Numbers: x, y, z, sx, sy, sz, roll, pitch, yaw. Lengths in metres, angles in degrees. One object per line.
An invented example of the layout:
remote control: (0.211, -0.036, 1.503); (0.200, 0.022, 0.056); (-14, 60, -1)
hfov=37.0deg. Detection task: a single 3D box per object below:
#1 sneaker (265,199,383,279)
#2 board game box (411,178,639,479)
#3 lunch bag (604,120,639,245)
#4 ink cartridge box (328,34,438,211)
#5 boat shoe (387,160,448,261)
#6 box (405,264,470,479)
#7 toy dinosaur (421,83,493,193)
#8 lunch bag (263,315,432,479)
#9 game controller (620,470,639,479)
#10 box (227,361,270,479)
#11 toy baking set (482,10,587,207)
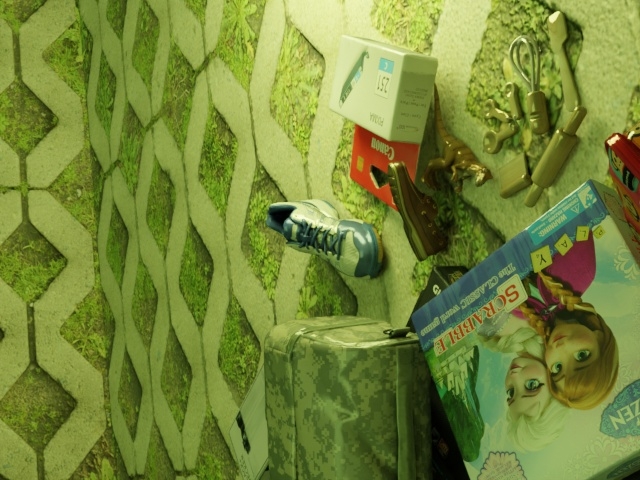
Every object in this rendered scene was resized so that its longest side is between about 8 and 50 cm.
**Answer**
sneaker: (0.000, 0.000, 1.764); (0.296, 0.131, 0.111); (28, 113, 57)
board game box: (0.284, 0.143, 1.159); (0.319, 0.066, 0.318); (-42, 49, 30)
lunch bag: (0.397, 0.016, 0.889); (0.120, 0.293, 0.258); (-37, 51, 9)
ink cartridge box: (0.090, -0.200, 1.615); (0.296, 0.066, 0.261); (-137, 53, -65)
boat shoe: (0.151, -0.051, 1.489); (0.064, 0.060, 0.178); (-111, -1, -61)
box: (0.212, 0.238, 1.443); (0.295, 0.073, 0.293); (56, 138, 44)
toy dinosaur: (0.202, -0.134, 1.485); (0.112, 0.064, 0.211); (-46, 48, 18)
lunch bag: (0.060, 0.271, 1.424); (0.256, 0.213, 0.305); (3, 94, 62)
game controller: (0.325, 0.183, 1.201); (0.166, 0.067, 0.319); (-49, 45, 24)
box: (-0.092, 0.383, 1.983); (0.290, 0.087, 0.169); (-62, 39, 41)
toy baking set: (0.291, -0.177, 1.328); (0.196, 0.030, 0.256); (64, 143, 38)
